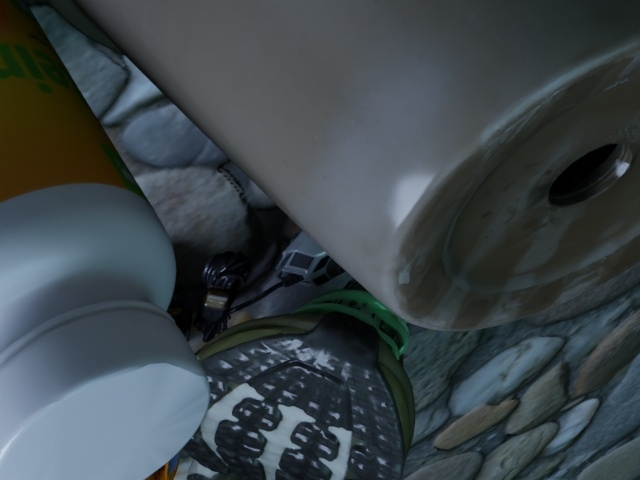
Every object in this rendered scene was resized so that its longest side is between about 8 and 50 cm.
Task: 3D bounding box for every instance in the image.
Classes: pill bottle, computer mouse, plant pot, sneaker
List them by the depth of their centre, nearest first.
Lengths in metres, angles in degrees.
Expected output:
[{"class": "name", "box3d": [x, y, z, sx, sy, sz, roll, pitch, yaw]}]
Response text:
[{"class": "plant pot", "box3d": [0.049, -0.128, 0.716, 0.323, 0.280, 0.323, -24, 152, -14]}, {"class": "pill bottle", "box3d": [-0.148, -0.005, 0.755, 0.136, 0.246, 0.136, -25, 149, -16]}, {"class": "sneaker", "box3d": [-0.001, 0.082, 1.097, 0.410, 0.158, 0.182, 110, 5, -72]}, {"class": "computer mouse", "box3d": [0.000, 0.000, 1.110, 0.193, 0.042, 0.106, -27, 161, -13]}]

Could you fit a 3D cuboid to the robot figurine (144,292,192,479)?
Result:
[{"class": "robot figurine", "box3d": [-0.169, 0.138, 1.098, 0.211, 0.085, 0.291, -25, 149, -26]}]
